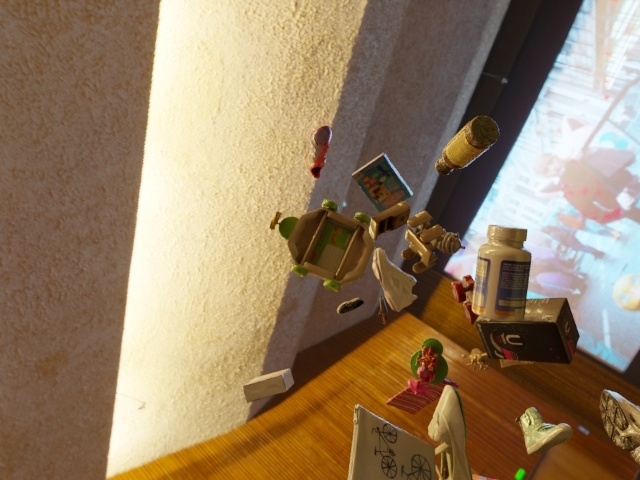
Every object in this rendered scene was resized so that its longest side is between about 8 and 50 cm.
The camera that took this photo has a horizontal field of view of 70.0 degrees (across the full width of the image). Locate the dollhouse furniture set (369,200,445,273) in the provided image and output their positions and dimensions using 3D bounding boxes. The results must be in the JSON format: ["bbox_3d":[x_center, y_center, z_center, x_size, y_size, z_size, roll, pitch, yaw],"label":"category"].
[{"bbox_3d":[0.319,-0.009,1.719,0.161,0.242,0.212,-27,-32,-16],"label":"dollhouse furniture set"}]

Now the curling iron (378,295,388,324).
[{"bbox_3d":[0.307,0.345,2.270,0.035,0.068,0.274,-32,-32,-9],"label":"curling iron"}]

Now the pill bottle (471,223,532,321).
[{"bbox_3d":[0.545,0.092,1.367,0.152,0.152,0.272,-5,-78,-55],"label":"pill bottle"}]

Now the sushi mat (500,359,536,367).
[{"bbox_3d":[0.848,0.401,2.042,0.019,0.151,0.316,4,-107,-58],"label":"sushi mat"}]

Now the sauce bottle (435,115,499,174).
[{"bbox_3d":[0.504,-0.323,1.626,0.111,0.111,0.344,-51,0,-12],"label":"sauce bottle"}]

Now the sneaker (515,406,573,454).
[{"bbox_3d":[0.809,0.677,1.677,0.094,0.151,0.256,0,-38,-11],"label":"sneaker"}]

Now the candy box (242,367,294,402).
[{"bbox_3d":[-0.207,0.584,1.854,0.165,0.070,0.196,-17,-9,3],"label":"candy box"}]

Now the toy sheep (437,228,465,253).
[{"bbox_3d":[0.492,0.009,1.747,0.091,0.132,0.091,-20,-60,-37],"label":"toy sheep"}]

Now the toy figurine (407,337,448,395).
[{"bbox_3d":[0.339,0.424,1.474,0.159,0.130,0.173,-31,-49,-62],"label":"toy figurine"}]

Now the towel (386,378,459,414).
[{"bbox_3d":[0.449,0.675,2.008,0.199,0.031,0.275,31,-61,-32],"label":"towel"}]

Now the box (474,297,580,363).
[{"bbox_3d":[0.688,0.298,1.529,0.143,0.270,0.165,-41,-69,-41],"label":"box"}]

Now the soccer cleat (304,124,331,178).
[{"bbox_3d":[-0.002,-0.321,1.656,0.083,0.095,0.248,-18,-17,-22],"label":"soccer cleat"}]

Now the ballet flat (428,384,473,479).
[{"bbox_3d":[0.448,0.716,1.611,0.139,0.139,0.400,-18,-79,-49],"label":"ballet flat"}]

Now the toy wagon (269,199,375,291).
[{"bbox_3d":[0.000,0.000,1.491,0.068,0.344,0.267,81,-147,-71],"label":"toy wagon"}]

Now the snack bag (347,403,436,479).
[{"bbox_3d":[0.215,0.704,1.365,0.037,0.342,0.323,-47,17,35],"label":"snack bag"}]

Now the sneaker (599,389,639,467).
[{"bbox_3d":[1.308,0.751,1.783,0.447,0.257,0.169,-77,-15,-73],"label":"sneaker"}]

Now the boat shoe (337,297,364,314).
[{"bbox_3d":[0.145,0.313,2.188,0.142,0.040,0.049,-24,-78,-26],"label":"boat shoe"}]

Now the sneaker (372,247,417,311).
[{"bbox_3d":[0.329,0.158,2.024,0.152,0.114,0.305,-26,-75,-4],"label":"sneaker"}]

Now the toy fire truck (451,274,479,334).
[{"bbox_3d":[0.715,0.306,2.057,0.169,0.302,0.254,-19,-45,2],"label":"toy fire truck"}]

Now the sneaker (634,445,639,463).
[{"bbox_3d":[1.149,0.645,1.463,0.282,0.099,0.153,-2,-46,-29],"label":"sneaker"}]

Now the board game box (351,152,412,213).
[{"bbox_3d":[0.255,-0.231,1.884,0.160,0.210,0.047,-31,13,27],"label":"board game box"}]

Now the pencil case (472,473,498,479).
[{"bbox_3d":[0.632,0.988,1.806,0.104,0.104,0.236,-38,9,-31],"label":"pencil case"}]

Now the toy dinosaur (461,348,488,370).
[{"bbox_3d":[0.694,0.513,1.984,0.053,0.183,0.092,11,-115,-48],"label":"toy dinosaur"}]
